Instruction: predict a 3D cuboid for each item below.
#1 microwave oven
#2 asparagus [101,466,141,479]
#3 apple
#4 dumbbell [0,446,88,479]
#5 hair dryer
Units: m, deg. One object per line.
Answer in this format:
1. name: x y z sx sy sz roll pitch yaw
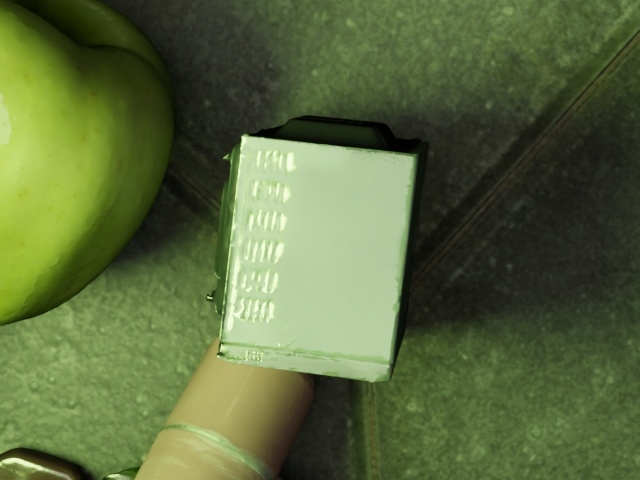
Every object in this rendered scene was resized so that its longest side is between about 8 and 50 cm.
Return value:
1. microwave oven: 0.000 0.000 1.662 0.181 0.295 0.237 6 96 5
2. asparagus: -0.087 0.348 1.813 0.343 0.085 0.082 39 101 -1
3. apple: -0.317 -0.095 1.659 0.357 0.357 0.357 0 96 5
4. dumbbell: -0.316 0.300 1.753 0.140 0.225 0.124 16 100 4
5. hair dryer: -0.015 0.272 1.778 0.352 0.125 0.210 39 62 -21
